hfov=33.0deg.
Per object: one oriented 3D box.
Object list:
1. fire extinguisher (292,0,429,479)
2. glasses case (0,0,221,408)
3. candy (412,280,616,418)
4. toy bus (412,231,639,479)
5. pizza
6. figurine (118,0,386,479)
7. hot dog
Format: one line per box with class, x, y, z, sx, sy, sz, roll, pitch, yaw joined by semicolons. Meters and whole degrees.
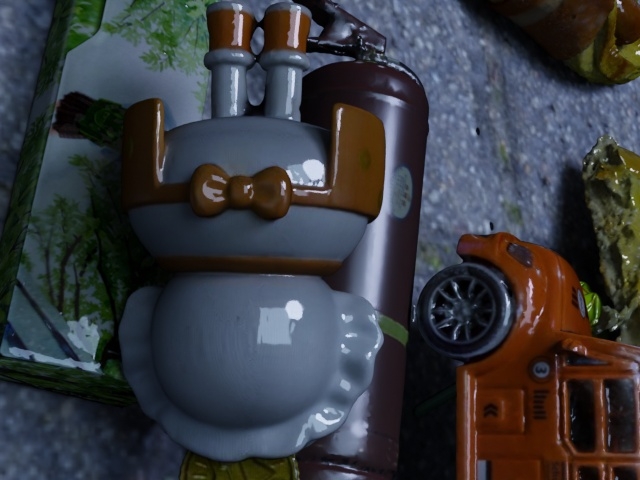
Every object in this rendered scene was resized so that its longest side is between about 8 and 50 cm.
fire extinguisher;0.000;0.000;0.674;0.141;0.105;0.341;16;68;-23
glasses case;-0.122;-0.047;0.631;0.095;0.062;0.272;19;63;-30
candy;0.141;0.085;0.786;0.194;0.058;0.062;-22;76;-30
toy bus;0.145;0.159;0.645;0.143;0.153;0.329;30;58;-61
pizza;0.285;0.081;0.817;0.280;0.075;0.288;53;29;-16
figurine;-0.036;0.010;0.552;0.143;0.143;0.271;17;64;-30
hot dog;0.204;-0.224;0.903;0.261;0.093;0.123;29;69;-25
